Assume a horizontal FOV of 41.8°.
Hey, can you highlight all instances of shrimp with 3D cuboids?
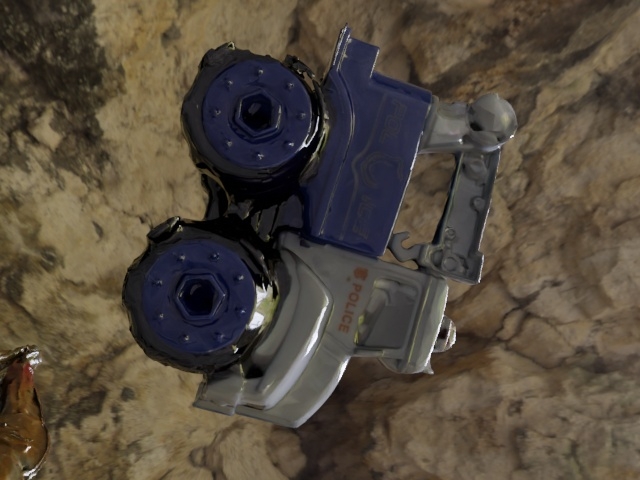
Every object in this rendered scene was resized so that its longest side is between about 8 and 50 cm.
[{"bbox_3d":[-0.306,0.159,0.747,0.154,0.294,0.062,9,-69,-1],"label":"shrimp"}]

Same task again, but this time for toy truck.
[{"bbox_3d":[0.000,0.000,0.471,0.177,0.161,0.213,17,-94,-3],"label":"toy truck"}]
